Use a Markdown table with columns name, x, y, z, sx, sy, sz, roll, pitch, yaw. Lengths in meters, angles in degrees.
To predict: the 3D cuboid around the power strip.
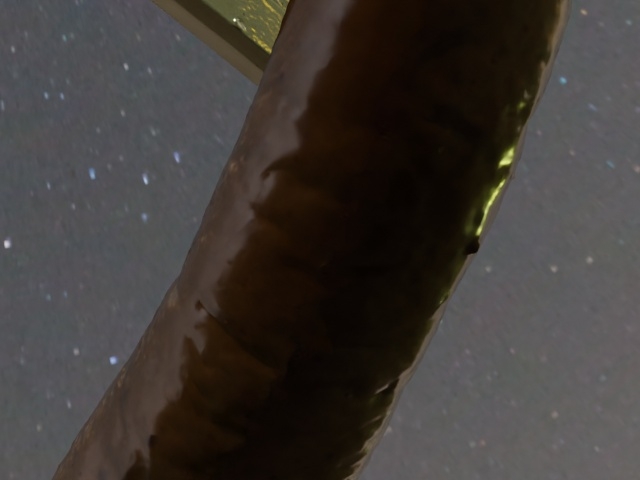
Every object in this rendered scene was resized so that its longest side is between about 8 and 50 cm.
| name | x | y | z | sx | sy | sz | roll | pitch | yaw |
| --- | --- | --- | --- | --- | --- | --- | --- | --- | --- |
| power strip | -0.075 | -0.174 | 0.824 | 0.035 | 0.081 | 0.192 | -16 | -42 | 45 |

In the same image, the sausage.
| name | x | y | z | sx | sy | sz | roll | pitch | yaw |
| --- | --- | --- | --- | --- | --- | --- | --- | --- | --- |
| sausage | 0.002 | 0.001 | 0.618 | 0.123 | 0.136 | 0.500 | 8 | -66 | -49 |
